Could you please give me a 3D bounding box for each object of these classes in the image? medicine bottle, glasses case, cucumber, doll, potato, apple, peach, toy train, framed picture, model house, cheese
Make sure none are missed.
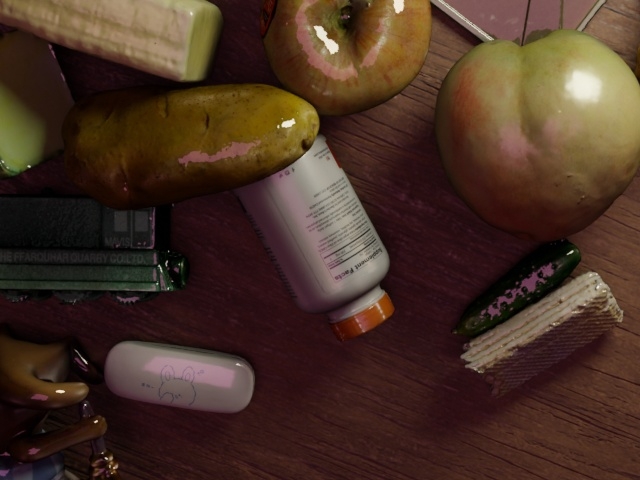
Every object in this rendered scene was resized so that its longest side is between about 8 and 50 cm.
[{"bbox_3d":[0.000,0.000,1.670,0.157,0.157,0.289,-28,97,8],"label":"medicine bottle"},{"bbox_3d":[-0.218,0.210,1.770,0.233,0.059,0.092,9,99,1],"label":"glasses case"},{"bbox_3d":[0.289,0.076,1.709,0.227,0.069,0.069,-38,95,11],"label":"cucumber"},{"bbox_3d":[-0.431,0.309,1.751,0.317,0.209,0.340,9,100,35],"label":"doll"},{"bbox_3d":[-0.183,-0.135,1.573,0.369,0.195,0.177,-3,91,19],"label":"potato"},{"bbox_3d":[0.035,-0.302,1.597,0.260,0.194,0.261,0,97,1],"label":"apple"},{"bbox_3d":[0.301,-0.143,1.577,0.292,0.247,0.292,0,83,-2],"label":"peach"},{"bbox_3d":[-0.357,0.007,1.715,0.330,0.138,0.178,1,90,6],"label":"toy train"},{"bbox_3d":[0.324,-0.402,1.648,0.211,0.020,0.290,36,100,-2],"label":"framed picture"},{"bbox_3d":[-0.484,-0.187,1.661,0.211,0.170,0.194,-7,110,45],"label":"model house"},{"bbox_3d":[-0.282,-0.311,1.592,0.265,0.242,0.124,18,104,1],"label":"cheese"}]

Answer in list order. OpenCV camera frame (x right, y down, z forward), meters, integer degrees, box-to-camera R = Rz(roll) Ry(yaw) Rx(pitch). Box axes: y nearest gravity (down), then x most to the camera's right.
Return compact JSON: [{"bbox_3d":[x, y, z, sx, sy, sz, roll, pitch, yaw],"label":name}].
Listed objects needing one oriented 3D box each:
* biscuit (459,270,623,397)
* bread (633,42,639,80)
[{"bbox_3d":[0.327,0.138,1.696,0.238,0.062,0.108,-33,138,8],"label":"biscuit"},{"bbox_3d":[0.578,-0.344,1.557,0.185,0.109,0.380,29,85,-4],"label":"bread"}]
